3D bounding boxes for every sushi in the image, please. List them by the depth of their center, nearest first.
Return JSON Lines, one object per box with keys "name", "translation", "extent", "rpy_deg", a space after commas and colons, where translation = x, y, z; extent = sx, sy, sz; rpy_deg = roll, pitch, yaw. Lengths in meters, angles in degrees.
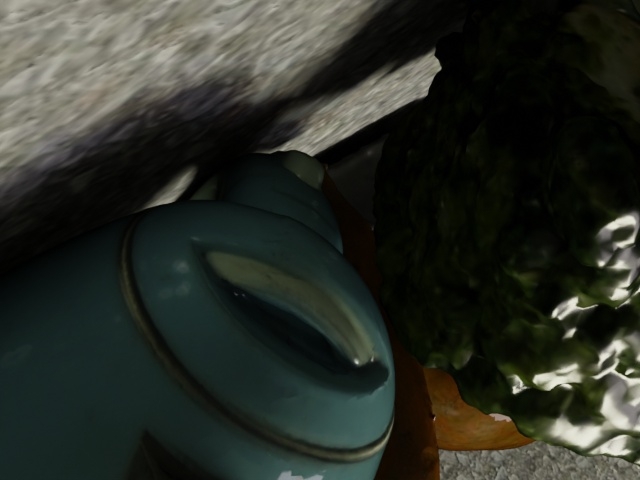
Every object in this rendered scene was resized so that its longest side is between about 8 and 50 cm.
{"name": "sushi", "translation": [0.208, -0.026, 0.790], "extent": [0.352, 0.294, 0.178], "rpy_deg": [11, 131, -21]}

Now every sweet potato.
{"name": "sweet potato", "translation": [0.024, 0.059, 0.770], "extent": [0.057, 0.264, 0.057], "rpy_deg": [-9, 141, -7]}

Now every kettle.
{"name": "kettle", "translation": [-0.104, 0.101, 0.728], "extent": [0.342, 0.247, 0.319], "rpy_deg": [-47, -160, 25]}

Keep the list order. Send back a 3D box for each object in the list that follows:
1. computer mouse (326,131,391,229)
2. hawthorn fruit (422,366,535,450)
{"name": "computer mouse", "translation": [0.003, 0.004, 1.024], "extent": [0.295, 0.087, 0.168], "rpy_deg": [-28, 175, -34]}
{"name": "hawthorn fruit", "translation": [0.130, 0.067, 1.384], "extent": [0.267, 0.268, 0.301], "rpy_deg": [-32, 176, -19]}
